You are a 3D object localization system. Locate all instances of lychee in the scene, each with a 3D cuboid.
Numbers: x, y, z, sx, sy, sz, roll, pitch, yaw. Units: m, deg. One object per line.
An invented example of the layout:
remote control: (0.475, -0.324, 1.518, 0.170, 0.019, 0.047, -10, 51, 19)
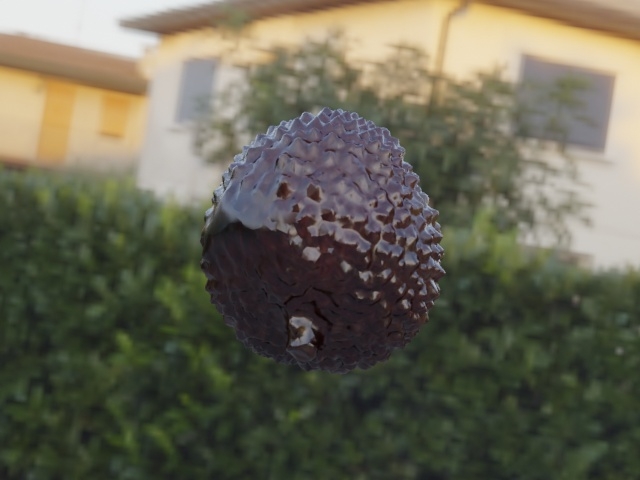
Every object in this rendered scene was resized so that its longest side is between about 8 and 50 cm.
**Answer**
lychee: (0.002, -0.002, 0.784, 0.123, 0.129, 0.123, 21, -14, 6)
